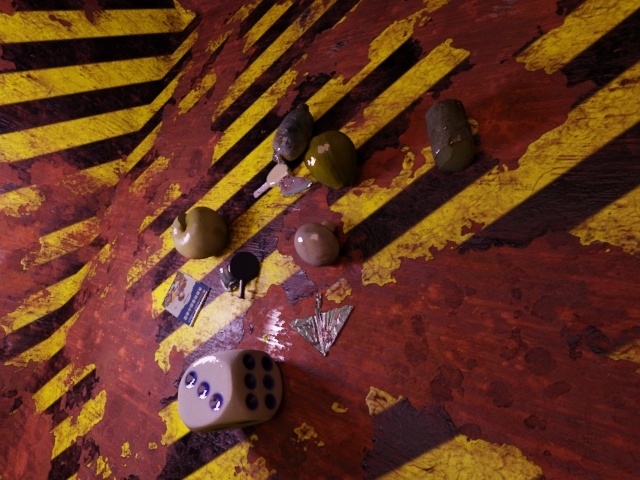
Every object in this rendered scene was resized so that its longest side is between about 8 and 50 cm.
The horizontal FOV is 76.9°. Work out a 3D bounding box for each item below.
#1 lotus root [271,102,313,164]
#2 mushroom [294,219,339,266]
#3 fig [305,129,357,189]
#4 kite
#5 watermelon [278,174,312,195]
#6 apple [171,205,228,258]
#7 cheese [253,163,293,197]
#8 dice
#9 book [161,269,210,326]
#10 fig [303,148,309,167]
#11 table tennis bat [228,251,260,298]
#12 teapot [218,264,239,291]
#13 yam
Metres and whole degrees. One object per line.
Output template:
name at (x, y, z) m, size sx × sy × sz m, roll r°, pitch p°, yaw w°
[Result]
lotus root at (-0.131, -0.555, 2.067) m, size 0.175 × 0.175 × 0.349 m, roll 16°, pitch 78°, yaw 39°
mushroom at (-0.014, 0.012, 1.740) m, size 0.206 × 0.206 × 0.209 m, roll -37°, pitch 12°, yaw 17°
fig at (0.058, -0.351, 1.808) m, size 0.240 × 0.239 × 0.270 m, roll -32°, pitch 76°, yaw 21°
kite at (0.003, 0.346, 1.670) m, size 0.323 × 0.013 × 0.267 m, roll -22°, pitch 60°, yaw 24°
watermelon at (-0.122, -0.287, 2.003) m, size 0.181 × 0.094 × 0.081 m, roll -8°, pitch 61°, yaw 16°
apple at (-0.638, -0.039, 2.146) m, size 0.292 × 0.254 × 0.291 m, roll -16°, pitch 62°, yaw 33°
cheese at (-0.259, -0.315, 2.131) m, size 0.256 × 0.050 × 0.127 m, roll -35°, pitch 54°, yaw 18°
dice at (-0.357, 0.604, 1.620) m, size 0.305 × 0.304 × 0.276 m, roll -26°, pitch 56°, yaw 24°
book at (-0.749, 0.312, 2.220) m, size 0.323 × 0.018 × 0.228 m, roll 18°, pitch 81°, yaw 40°
fig at (-0.027, -0.380, 1.959) m, size 0.109 × 0.103 × 0.154 m, roll 111°, pitch 157°, yaw -48°
table tennis bat at (-0.374, 0.167, 1.960) m, size 0.150 × 0.027 × 0.235 m, roll 5°, pitch 74°, yaw -10°
teapot at (-0.457, 0.191, 2.010) m, size 0.149 × 0.111 × 0.108 m, roll -33°, pitch 67°, yaw 13°
yam at (0.502, -0.417, 1.568) m, size 0.161 × 0.161 × 0.267 m, roll -19°, pitch 57°, yaw 28°
